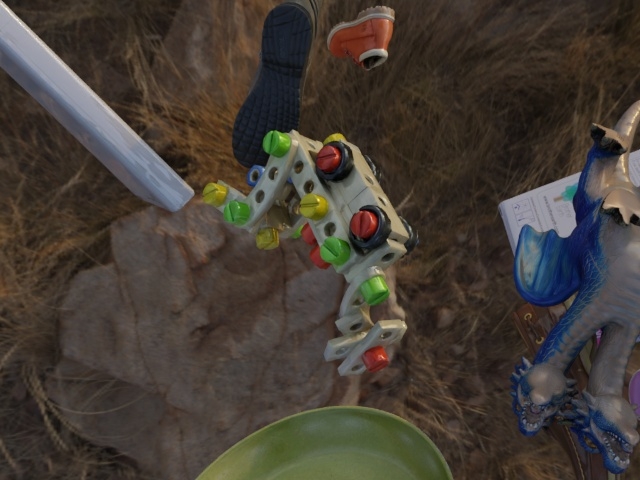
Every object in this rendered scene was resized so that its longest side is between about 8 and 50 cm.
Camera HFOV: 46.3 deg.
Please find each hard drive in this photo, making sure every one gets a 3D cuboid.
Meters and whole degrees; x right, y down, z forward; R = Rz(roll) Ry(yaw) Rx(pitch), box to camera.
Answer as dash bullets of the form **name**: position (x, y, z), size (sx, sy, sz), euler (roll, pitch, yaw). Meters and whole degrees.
- **hard drive**: position (-0.349, -0.186, 1.074), size (0.047, 0.233, 0.353), euler (-49, 117, -12)

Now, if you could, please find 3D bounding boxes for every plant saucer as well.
- **plant saucer**: position (-0.014, 0.219, 0.520), size (0.241, 0.241, 0.037), euler (-27, 119, 1)

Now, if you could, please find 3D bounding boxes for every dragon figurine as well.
- **dragon figurine**: position (0.185, 0.008, 0.503), size (0.085, 0.144, 0.289), euler (22, 41, -2)

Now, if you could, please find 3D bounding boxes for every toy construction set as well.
- **toy construction set**: position (0.000, 0.000, 0.904), size (0.215, 0.151, 0.328), euler (-43, 69, 24)

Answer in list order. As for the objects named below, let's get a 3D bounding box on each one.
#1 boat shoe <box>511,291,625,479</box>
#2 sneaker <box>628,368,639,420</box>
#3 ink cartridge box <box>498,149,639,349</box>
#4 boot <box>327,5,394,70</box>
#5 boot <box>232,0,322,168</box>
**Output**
- **boat shoe**: position (0.174, 0.115, 0.529), size (0.060, 0.064, 0.178), euler (-12, 46, 15)
- **sneaker**: position (0.511, 0.189, 0.916), size (0.236, 0.104, 0.095), euler (-3, 83, 36)
- **ink cartridge box**: position (0.330, -0.017, 0.667), size (0.311, 0.065, 0.186), euler (-24, 37, 19)
- **boot**: position (0.058, -0.307, 1.196), size (0.059, 0.158, 0.085), euler (4, 84, -29)
- **boot**: position (-0.045, -0.227, 1.029), size (0.083, 0.161, 0.246), euler (20, 121, 0)
